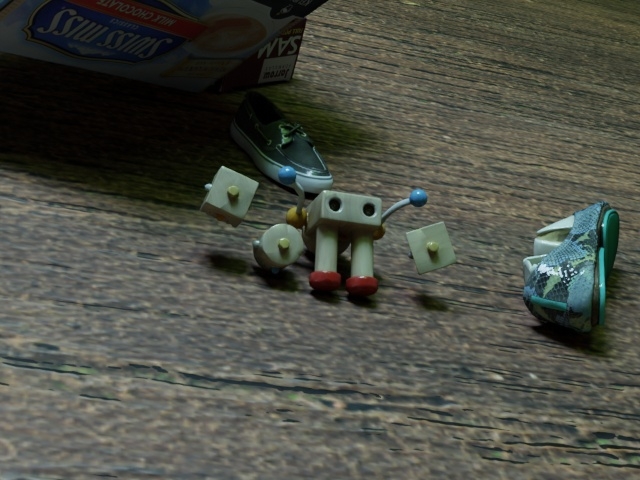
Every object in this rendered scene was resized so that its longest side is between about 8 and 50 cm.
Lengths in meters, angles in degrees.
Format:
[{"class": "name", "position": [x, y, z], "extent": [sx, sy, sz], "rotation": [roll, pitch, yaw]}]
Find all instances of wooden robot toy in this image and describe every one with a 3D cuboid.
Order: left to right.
[{"class": "wooden robot toy", "position": [0.000, 0.000, 0.827], "extent": [0.173, 0.076, 0.079], "rotation": [9, -13, -15]}]

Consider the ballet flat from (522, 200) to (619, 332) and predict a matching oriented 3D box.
[{"class": "ballet flat", "position": [0.182, 0.012, 0.894], "extent": [0.070, 0.070, 0.188], "rotation": [20, 19, 11]}]

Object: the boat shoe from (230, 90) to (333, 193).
[{"class": "boat shoe", "position": [-0.033, -0.081, 0.998], "extent": [0.049, 0.040, 0.142], "rotation": [0, 26, -34]}]

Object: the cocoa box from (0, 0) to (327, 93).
[{"class": "cocoa box", "position": [-0.146, -0.283, 0.965], "extent": [0.231, 0.228, 0.347], "rotation": [60, 20, 12]}]

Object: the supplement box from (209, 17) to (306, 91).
[{"class": "supplement box", "position": [-0.150, -0.228, 1.234], "extent": [0.239, 0.073, 0.130], "rotation": [26, 24, 23]}]
